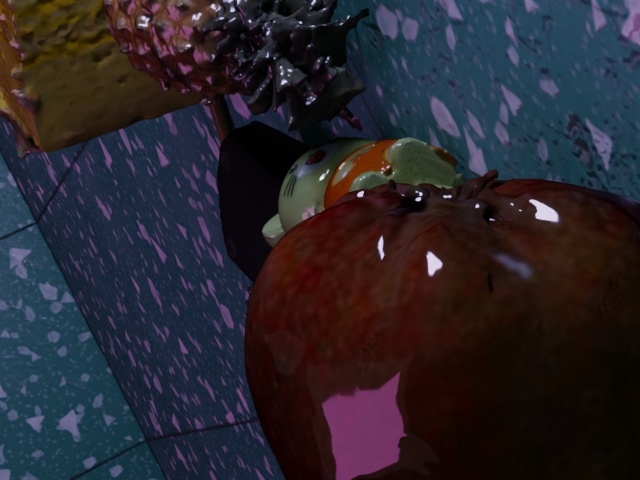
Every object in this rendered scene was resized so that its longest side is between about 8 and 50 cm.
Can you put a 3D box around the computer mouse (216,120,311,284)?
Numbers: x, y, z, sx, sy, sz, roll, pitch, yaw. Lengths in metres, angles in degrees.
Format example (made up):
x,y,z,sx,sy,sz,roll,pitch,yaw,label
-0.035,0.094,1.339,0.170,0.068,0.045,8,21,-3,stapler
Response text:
x,y,z,sx,sy,sz,roll,pitch,yaw,label
0.000,0.000,1.590,0.269,0.100,0.170,45,143,42,computer mouse

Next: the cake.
x,y,z,sx,sy,sz,roll,pitch,yaw,label
-0.239,-0.227,1.722,0.222,0.227,0.286,-127,25,-46,cake

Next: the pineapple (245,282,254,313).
x,y,z,sx,sy,sz,roll,pitch,yaw,label
-0.046,0.052,1.819,0.083,0.103,0.221,16,140,20,pineapple

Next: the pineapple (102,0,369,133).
x,y,z,sx,sy,sz,roll,pitch,yaw,label
-0.059,-0.185,1.446,0.340,0.169,0.169,26,140,53,pineapple

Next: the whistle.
x,y,z,sx,sy,sz,roll,pitch,yaw,label
0.053,-0.028,1.362,0.106,0.131,0.288,57,159,-23,whistle

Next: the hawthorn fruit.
x,y,z,sx,sy,sz,roll,pitch,yaw,label
0.105,0.107,1.116,0.308,0.308,0.324,135,120,-72,hawthorn fruit

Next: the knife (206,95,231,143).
x,y,z,sx,sy,sz,roll,pitch,yaw,label
-0.094,-0.065,1.913,0.047,0.017,0.297,-131,21,-59,knife
